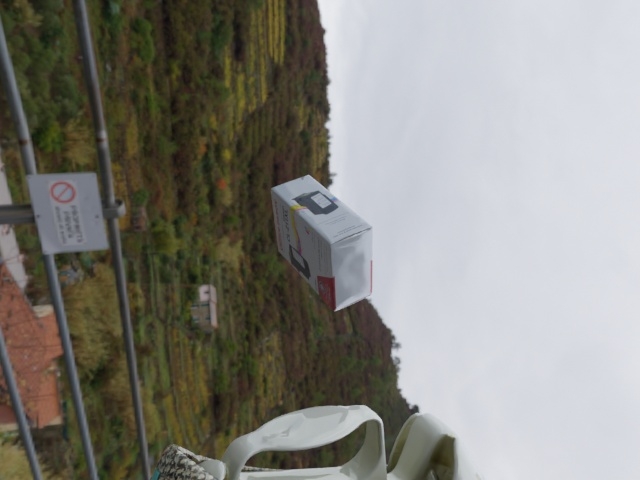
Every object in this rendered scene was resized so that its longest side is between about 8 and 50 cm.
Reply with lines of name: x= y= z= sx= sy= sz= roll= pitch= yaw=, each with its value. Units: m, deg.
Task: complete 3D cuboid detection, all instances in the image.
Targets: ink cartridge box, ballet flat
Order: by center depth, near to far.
ballet flat: x=0.054 y=0.267 z=0.576 sx=0.164 sy=0.483 sz=0.182 roll=1 pitch=-100 yaw=60
ink cartridge box: x=0.000 y=0.000 z=0.822 sx=0.175 sy=0.072 sz=0.127 roll=43 pitch=-33 yaw=44
